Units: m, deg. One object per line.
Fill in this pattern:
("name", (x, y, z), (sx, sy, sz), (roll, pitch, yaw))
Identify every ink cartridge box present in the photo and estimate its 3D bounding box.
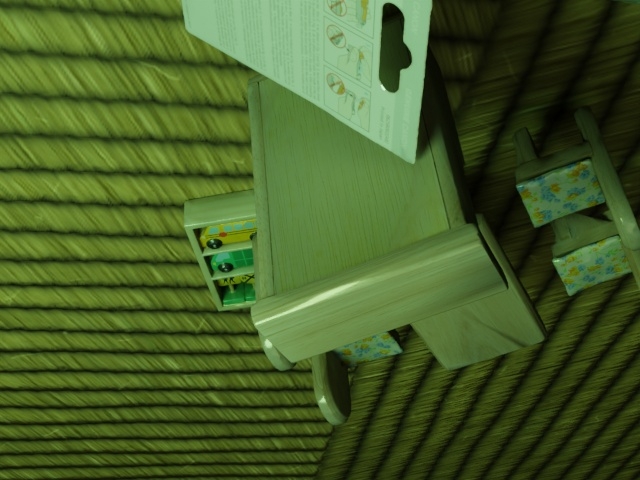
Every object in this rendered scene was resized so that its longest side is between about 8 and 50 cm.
("ink cartridge box", (-0.009, -0.182, 0.643), (0.232, 0.066, 0.189), (30, 148, 21))

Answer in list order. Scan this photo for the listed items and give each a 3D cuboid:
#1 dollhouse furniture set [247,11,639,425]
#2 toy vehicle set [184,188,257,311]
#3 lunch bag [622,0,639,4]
("dollhouse furniture set", (0.104, 0.037, 0.839), (0.362, 0.256, 0.394), (-20, 138, 17))
("toy vehicle set", (0.000, 0.000, 1.015), (0.267, 0.035, 0.166), (-9, 143, 4))
("lunch bag", (0.152, -0.295, 0.523), (0.256, 0.212, 0.305), (13, 141, 2))
